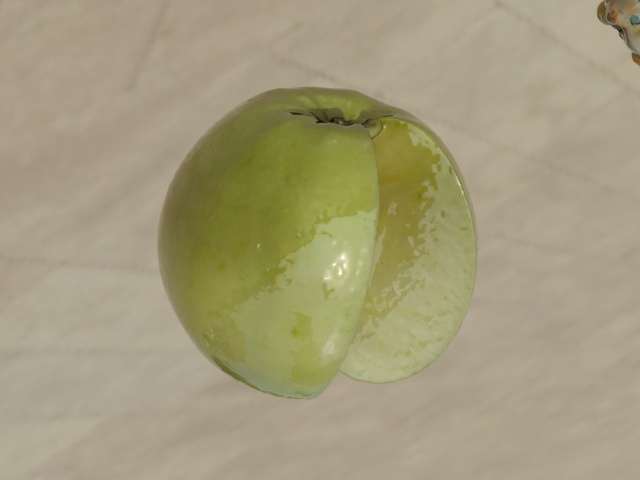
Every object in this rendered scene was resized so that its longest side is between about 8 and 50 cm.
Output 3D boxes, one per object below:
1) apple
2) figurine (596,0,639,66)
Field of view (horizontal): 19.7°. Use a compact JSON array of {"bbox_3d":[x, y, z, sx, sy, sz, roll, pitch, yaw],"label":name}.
[{"bbox_3d":[0.000,0.000,1.650,0.292,0.292,0.254,-14,123,-50],"label":"apple"},{"bbox_3d":[0.223,-0.185,1.305,0.068,0.143,0.101,-33,159,-15],"label":"figurine"}]
